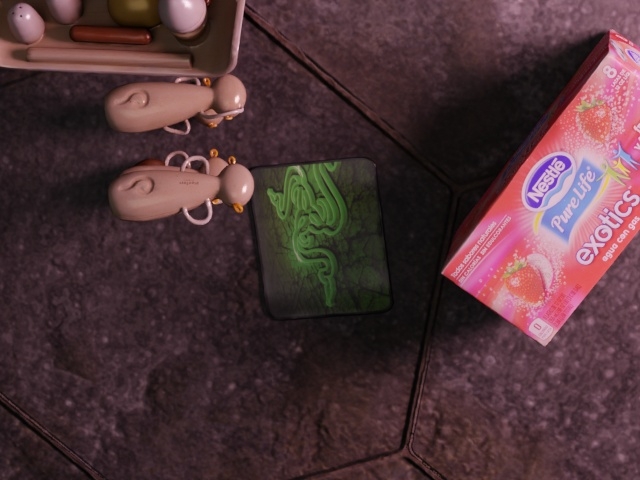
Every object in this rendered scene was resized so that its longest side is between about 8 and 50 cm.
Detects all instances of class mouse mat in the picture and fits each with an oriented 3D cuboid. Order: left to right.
[{"bbox_3d":[0.000,0.000,2.029,0.152,0.007,0.190,-5,105,11],"label":"mouse mat"}]

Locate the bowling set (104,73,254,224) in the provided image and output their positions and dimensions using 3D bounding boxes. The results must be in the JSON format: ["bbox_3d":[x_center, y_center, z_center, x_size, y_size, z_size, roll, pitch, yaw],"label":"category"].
[{"bbox_3d":[-0.151,-0.121,1.956,0.154,0.200,0.287,-6,69,1],"label":"bowling set"}]

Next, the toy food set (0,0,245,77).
[{"bbox_3d":[-0.221,-0.295,1.875,0.306,0.092,0.220,4,72,9],"label":"toy food set"}]

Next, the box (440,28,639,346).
[{"bbox_3d":[0.276,-0.059,1.887,0.142,0.154,0.300,35,111,-2],"label":"box"}]
